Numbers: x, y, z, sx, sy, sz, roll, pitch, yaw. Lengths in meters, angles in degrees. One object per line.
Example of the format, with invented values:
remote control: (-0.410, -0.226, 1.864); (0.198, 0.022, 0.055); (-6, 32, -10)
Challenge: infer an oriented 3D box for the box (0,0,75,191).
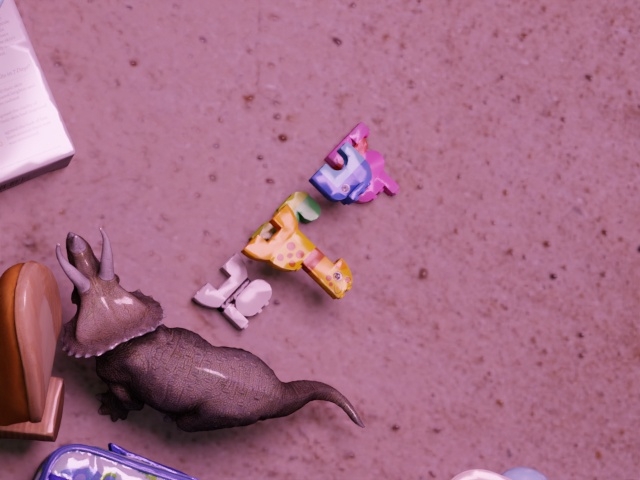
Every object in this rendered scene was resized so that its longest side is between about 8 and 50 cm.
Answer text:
box: (-0.305, -0.125, 1.497); (0.130, 0.091, 0.171); (-22, 89, -13)

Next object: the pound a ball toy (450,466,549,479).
pound a ball toy: (0.182, 0.281, 1.470); (0.208, 0.319, 0.136); (22, 78, 6)

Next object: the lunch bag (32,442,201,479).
lunch bag: (-0.159, 0.275, 1.487); (0.219, 0.090, 0.176); (22, 76, -11)

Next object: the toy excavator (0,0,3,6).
toy excavator: (-0.373, -0.158, 1.344); (0.432, 0.222, 0.445); (-20, 95, -13)

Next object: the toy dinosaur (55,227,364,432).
toy dinosaur: (-0.110, 0.118, 1.478); (0.313, 0.160, 0.121); (31, 78, -7)

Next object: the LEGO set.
LEGO set: (0.000, 0.000, 1.555); (0.093, 0.087, 0.227); (44, 77, -4)

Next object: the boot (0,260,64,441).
boot: (-0.313, 0.090, 1.359); (0.211, 0.295, 0.104); (8, 64, -3)
